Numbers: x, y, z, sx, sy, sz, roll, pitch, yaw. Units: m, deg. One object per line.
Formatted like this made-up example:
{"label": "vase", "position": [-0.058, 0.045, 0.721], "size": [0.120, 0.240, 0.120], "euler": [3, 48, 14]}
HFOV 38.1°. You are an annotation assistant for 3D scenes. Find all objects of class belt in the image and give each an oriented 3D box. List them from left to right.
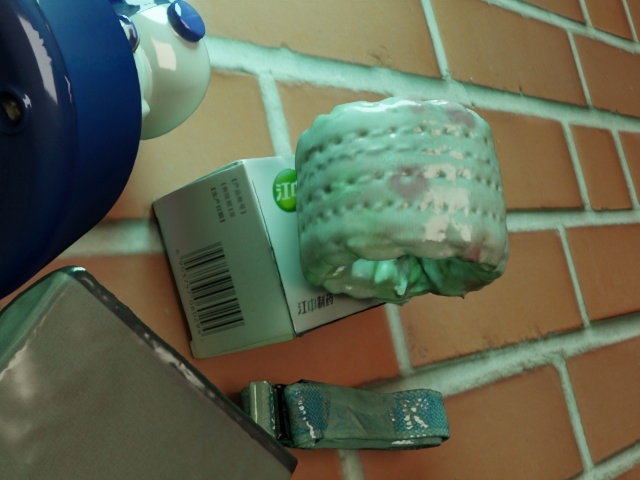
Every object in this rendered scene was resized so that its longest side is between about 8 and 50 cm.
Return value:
{"label": "belt", "position": [0.034, 0.190, 1.002], "size": [0.302, 0.087, 0.072], "euler": [14, 68, -47]}

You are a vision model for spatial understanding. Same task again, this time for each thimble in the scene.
{"label": "thimble", "position": [0.073, -0.029, 0.846], "size": [0.211, 0.185, 0.149], "euler": [65, 21, -72]}

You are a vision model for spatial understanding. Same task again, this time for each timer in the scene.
{"label": "timer", "position": [-0.216, -0.126, 0.741], "size": [0.270, 0.270, 0.383], "euler": [65, 25, -7]}

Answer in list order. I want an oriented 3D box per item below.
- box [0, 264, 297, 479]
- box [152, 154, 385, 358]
{"label": "box", "position": [-0.161, 0.172, 0.453], "size": [0.188, 0.153, 0.252], "euler": [47, 46, -24]}
{"label": "box", "position": [0.002, 0.000, 0.997], "size": [0.333, 0.145, 0.173], "euler": [-13, 87, -51]}
